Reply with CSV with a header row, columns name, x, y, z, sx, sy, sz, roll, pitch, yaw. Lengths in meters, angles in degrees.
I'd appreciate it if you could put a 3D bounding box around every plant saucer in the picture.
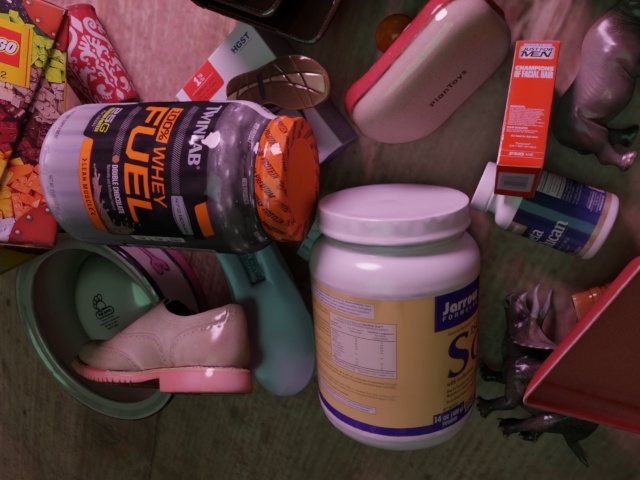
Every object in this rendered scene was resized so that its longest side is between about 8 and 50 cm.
name,x,y,z,sx,sy,sz,roll,pitch,yaw
plant saucer,0.427,0.138,0.635,0.259,0.047,0.259,17,120,-12

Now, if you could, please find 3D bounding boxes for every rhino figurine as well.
name,x,y,z,sx,sy,sz,roll,pitch,yaw
rhino figurine,0.366,-0.214,0.601,0.106,0.073,0.243,19,114,13

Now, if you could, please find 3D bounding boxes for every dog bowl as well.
name,x,y,z,sx,sy,sz,roll,pitch,yaw
dog bowl,-0.412,0.152,1.025,0.408,0.150,0.407,8,112,21

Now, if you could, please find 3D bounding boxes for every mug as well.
name,x,y,z,sx,sy,sz,roll,pitch,yaw
mug,-0.408,-0.311,0.897,0.113,0.150,0.169,-31,101,-7

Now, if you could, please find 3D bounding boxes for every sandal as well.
name,x,y,z,sx,sy,sz,roll,pitch,yaw
sandal,-0.057,-0.214,0.700,0.180,0.049,0.072,1,103,37

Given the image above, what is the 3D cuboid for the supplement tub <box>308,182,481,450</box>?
name,x,y,z,sx,sy,sz,roll,pitch,yaw
supplement tub,0.107,0.099,0.729,0.241,0.241,0.331,4,111,22

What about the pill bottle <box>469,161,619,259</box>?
name,x,y,z,sx,sy,sz,roll,pitch,yaw
pill bottle,0.297,-0.047,0.678,0.169,0.094,0.094,23,116,15

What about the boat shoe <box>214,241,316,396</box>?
name,x,y,z,sx,sy,sz,roll,pitch,yaw
boat shoe,-0.105,0.081,0.874,0.136,0.156,0.367,-24,89,2

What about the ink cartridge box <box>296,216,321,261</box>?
name,x,y,z,sx,sy,sz,roll,pitch,yaw
ink cartridge box,0.000,0.000,0.860,0.048,0.028,0.083,35,119,8

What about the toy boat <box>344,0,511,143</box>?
name,x,y,z,sx,sy,sz,roll,pitch,yaw
toy boat,0.124,-0.246,0.674,0.231,0.151,0.151,-44,58,29

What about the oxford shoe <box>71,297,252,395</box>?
name,x,y,z,sx,sy,sz,roll,pitch,yaw
oxford shoe,-0.264,0.174,0.834,0.397,0.140,0.146,-5,73,31

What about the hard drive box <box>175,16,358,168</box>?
name,x,y,z,sx,sy,sz,roll,pitch,yaw
hard drive box,-0.085,-0.196,0.792,0.181,0.089,0.232,-37,91,29

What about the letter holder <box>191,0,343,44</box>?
name,x,y,z,sx,sy,sz,roll,pitch,yaw
letter holder,-0.047,-0.429,0.609,0.215,0.152,0.301,25,99,12

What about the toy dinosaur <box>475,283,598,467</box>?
name,x,y,z,sx,sy,sz,roll,pitch,yaw
toy dinosaur,0.341,0.238,0.750,0.160,0.121,0.313,-34,90,36

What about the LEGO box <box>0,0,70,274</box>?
name,x,y,z,sx,sy,sz,roll,pitch,yaw
LEGO box,-0.603,-0.136,0.822,0.500,0.193,0.372,-14,74,44

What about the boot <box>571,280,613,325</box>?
name,x,y,z,sx,sy,sz,roll,pitch,yaw
boot,0.421,0.065,0.673,0.153,0.073,0.197,-7,109,20

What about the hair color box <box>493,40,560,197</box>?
name,x,y,z,sx,sy,sz,roll,pitch,yaw
hair color box,0.254,-0.148,0.617,0.053,0.093,0.167,8,76,19

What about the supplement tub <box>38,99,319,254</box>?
name,x,y,z,sx,sy,sz,roll,pitch,yaw
supplement tub,-0.184,-0.088,0.695,0.338,0.207,0.207,3,110,16
